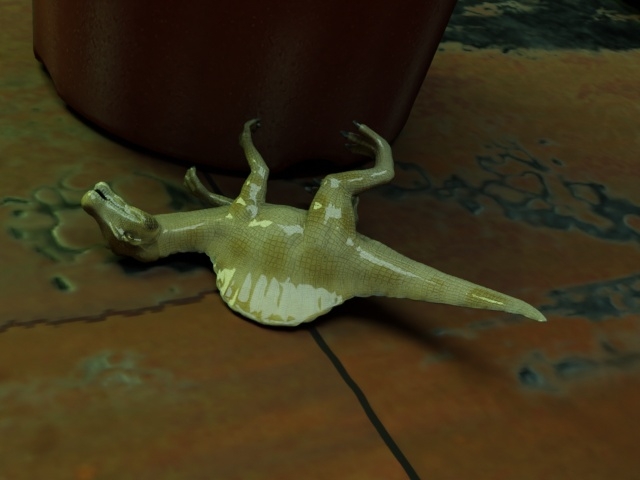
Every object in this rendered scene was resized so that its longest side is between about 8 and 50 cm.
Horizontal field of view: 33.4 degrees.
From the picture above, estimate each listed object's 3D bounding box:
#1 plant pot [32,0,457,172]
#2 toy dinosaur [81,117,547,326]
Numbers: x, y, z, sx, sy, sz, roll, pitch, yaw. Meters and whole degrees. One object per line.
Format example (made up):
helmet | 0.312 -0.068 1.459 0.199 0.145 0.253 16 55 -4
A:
plant pot | -0.022 -0.193 0.494 0.273 0.265 0.272 11 35 -8
toy dinosaur | 0.000 0.000 0.435 0.183 0.053 0.092 12 49 8
